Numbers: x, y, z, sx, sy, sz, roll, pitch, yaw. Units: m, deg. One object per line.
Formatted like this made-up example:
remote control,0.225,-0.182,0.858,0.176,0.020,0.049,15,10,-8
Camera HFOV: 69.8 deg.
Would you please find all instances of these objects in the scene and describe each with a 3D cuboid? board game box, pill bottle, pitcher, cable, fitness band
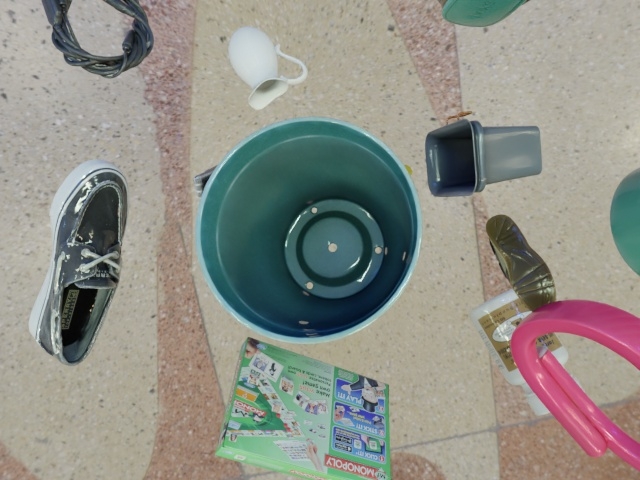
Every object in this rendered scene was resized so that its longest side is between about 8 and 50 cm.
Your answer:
board game box,-0.016,0.327,0.857,0.318,0.213,0.046,23,133,-14
pill bottle,0.413,0.219,0.921,0.131,0.131,0.229,-28,69,5
pitcher,-0.143,-0.475,1.222,0.178,0.125,0.207,-23,70,-3
cable,-0.340,-0.333,0.717,0.151,0.047,0.184,-17,80,-39
fitness band,0.365,0.192,0.550,0.054,0.209,0.290,-39,86,-25

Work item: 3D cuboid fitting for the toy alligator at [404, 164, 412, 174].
toy alligator,0.163,-0.139,1.069,0.051,0.189,0.056,44,135,-1

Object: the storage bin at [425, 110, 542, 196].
storage bin,0.195,-0.106,0.555,0.091,0.135,0.098,-7,96,-9

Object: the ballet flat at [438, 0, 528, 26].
ballet flat,0.147,-0.214,0.295,0.096,0.280,0.096,8,105,-12

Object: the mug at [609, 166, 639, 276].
mug,0.368,-0.015,0.417,0.158,0.097,0.129,30,78,-5

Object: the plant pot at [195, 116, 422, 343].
plant pot,0.000,0.000,0.660,0.272,0.255,0.271,-1,82,9

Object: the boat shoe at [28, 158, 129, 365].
boat shoe,-0.335,0.036,0.662,0.108,0.102,0.300,13,101,-54

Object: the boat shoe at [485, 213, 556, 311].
boat shoe,0.289,0.033,0.662,0.056,0.049,0.152,-25,73,15

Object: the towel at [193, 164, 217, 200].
towel,-0.287,-0.093,1.328,0.122,0.283,0.234,8,104,-3
